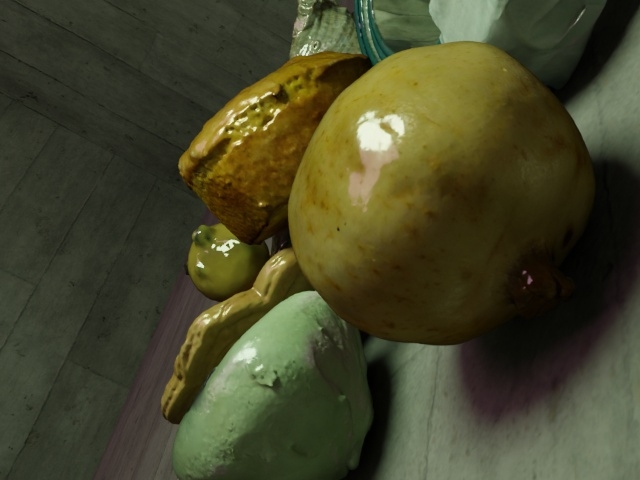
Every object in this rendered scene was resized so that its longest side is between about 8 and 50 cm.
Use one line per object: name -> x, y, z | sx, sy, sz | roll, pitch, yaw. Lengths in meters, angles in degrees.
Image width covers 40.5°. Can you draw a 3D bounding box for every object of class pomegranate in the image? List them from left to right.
pomegranate -> 0.109, -0.047, 0.819 | 0.307, 0.307, 0.307 | -56, 14, 22

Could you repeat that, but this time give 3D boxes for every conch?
conch -> 0.063, -0.296, 1.643 | 0.297, 0.210, 0.352 | -46, -39, -60

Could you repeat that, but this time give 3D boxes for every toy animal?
toy animal -> -0.129, 0.069, 1.520 | 0.169, 0.281, 0.195 | -15, 43, 44

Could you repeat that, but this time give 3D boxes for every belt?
belt -> 0.181, -0.316, 1.099 | 0.436, 0.173, 0.300 | -135, 44, -69

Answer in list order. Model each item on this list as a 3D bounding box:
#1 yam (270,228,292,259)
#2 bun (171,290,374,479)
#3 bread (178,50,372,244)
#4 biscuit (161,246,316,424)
yam -> 0.000, 0.000, 1.374 | 0.161, 0.161, 0.268 | -56, 15, 21
bun -> -0.031, 0.209, 1.029 | 0.293, 0.187, 0.293 | -49, -10, -11
bread -> -0.038, -0.125, 1.169 | 0.312, 0.172, 0.312 | -34, -3, -2
biscuit -> -0.082, 0.164, 1.201 | 0.051, 0.269, 0.376 | 49, 119, 38
